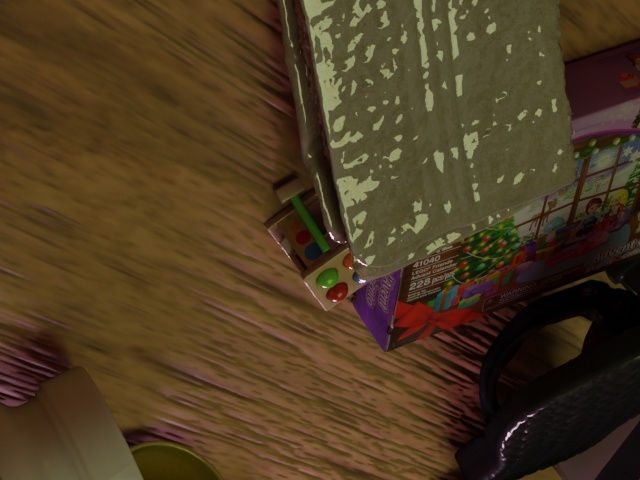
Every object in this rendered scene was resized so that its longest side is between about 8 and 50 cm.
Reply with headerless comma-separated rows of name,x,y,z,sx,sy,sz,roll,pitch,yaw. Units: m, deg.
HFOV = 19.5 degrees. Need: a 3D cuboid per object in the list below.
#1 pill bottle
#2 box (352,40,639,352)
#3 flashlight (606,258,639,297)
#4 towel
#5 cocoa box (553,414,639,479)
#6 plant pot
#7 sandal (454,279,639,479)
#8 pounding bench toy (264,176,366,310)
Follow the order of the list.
pill bottle,-0.251,0.197,1.243,0.265,0.153,0.153,-27,146,-14
box,0.172,-0.041,1.403,0.293,0.057,0.201,-19,143,-22
flashlight,0.383,-0.040,1.560,0.304,0.103,0.103,-41,111,1
towel,0.072,-0.116,1.188,0.187,0.049,0.282,-25,130,-18
cocoa box,0.427,0.162,1.722,0.231,0.228,0.347,0,133,-42
plant pot,-0.140,0.230,1.421,0.134,0.134,0.095,0,159,-41
sandal,0.188,0.113,1.522,0.168,0.107,0.446,-18,166,-16
pounding bench toy,0.000,0.000,1.296,0.052,0.065,0.083,-35,146,0
